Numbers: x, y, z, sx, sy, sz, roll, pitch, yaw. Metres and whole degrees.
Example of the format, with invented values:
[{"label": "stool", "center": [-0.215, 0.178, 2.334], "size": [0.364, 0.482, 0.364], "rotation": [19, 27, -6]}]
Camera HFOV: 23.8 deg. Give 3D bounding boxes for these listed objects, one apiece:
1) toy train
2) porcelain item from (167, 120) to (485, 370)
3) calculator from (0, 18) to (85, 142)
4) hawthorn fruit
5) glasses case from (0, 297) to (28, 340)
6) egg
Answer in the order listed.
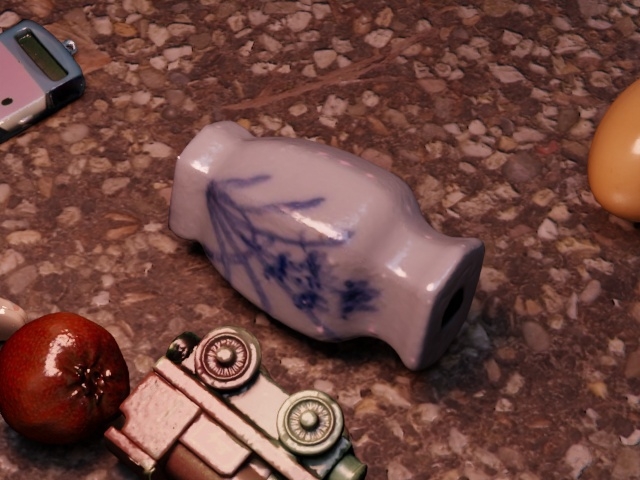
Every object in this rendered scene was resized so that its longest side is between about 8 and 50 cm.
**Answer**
[{"label": "toy train", "center": [-0.100, 0.251, 1.886], "size": [0.304, 0.150, 0.221], "rotation": [35, 73, 19]}, {"label": "porcelain item", "center": [0.000, 0.000, 1.989], "size": [0.405, 0.242, 0.178], "rotation": [27, 42, 19]}, {"label": "calculator", "center": [-0.482, -0.220, 2.239], "size": [0.293, 0.051, 0.173], "rotation": [-33, 62, -20]}, {"label": "hawthorn fruit", "center": [-0.335, 0.173, 1.920], "size": [0.188, 0.169, 0.169], "rotation": [2, 46, 48]}, {"label": "glasses case", "center": [-0.488, 0.093, 2.015], "size": [0.204, 0.081, 0.051], "rotation": [10, 59, 4]}, {"label": "egg", "center": [0.476, -0.126, 2.098], "size": [0.244, 0.201, 0.201], "rotation": [-37, 64, -12]}]
